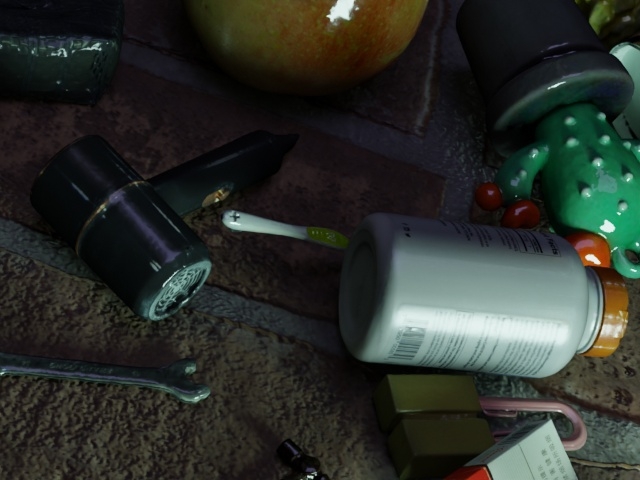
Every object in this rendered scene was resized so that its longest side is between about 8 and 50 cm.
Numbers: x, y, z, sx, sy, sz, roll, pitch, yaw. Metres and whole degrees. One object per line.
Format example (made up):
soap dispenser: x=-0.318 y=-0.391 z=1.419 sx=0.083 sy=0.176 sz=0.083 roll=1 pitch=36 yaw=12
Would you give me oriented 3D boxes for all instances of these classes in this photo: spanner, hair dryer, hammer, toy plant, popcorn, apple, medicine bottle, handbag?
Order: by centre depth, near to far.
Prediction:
hammer: x=-0.069 y=0.250 z=1.393 sx=0.178 sy=0.021 sz=0.065 roll=-30 pitch=65 yaw=-36
spanner: x=-0.232 y=0.127 z=1.440 sx=0.254 sy=0.015 sz=0.054 roll=7 pitch=45 yaw=-16
medicine bottle: x=0.175 y=0.062 z=1.562 sx=0.288 sy=0.157 sz=0.157 roll=7 pitch=47 yaw=-16
hair dryer: x=-0.121 y=-0.051 z=1.599 sx=0.189 sy=0.107 sz=0.352 roll=45 pitch=44 yaw=17
handbag: x=-0.346 y=-0.243 z=1.696 sx=0.270 sy=0.089 sz=0.175 roll=1 pitch=41 yaw=-21
apple: x=-0.009 y=-0.343 z=1.776 sx=0.319 sy=0.277 sz=0.319 roll=13 pitch=46 yaw=-13
toy plant: x=0.305 y=-0.132 z=1.784 sx=0.279 sy=0.185 sz=0.400 roll=14 pitch=47 yaw=-48
popcorn: x=0.379 y=-0.323 z=1.987 sx=0.185 sy=0.167 sz=0.187 roll=15 pitch=14 yaw=34

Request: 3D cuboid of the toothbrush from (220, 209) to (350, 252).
toothbrush: x=0.000 y=0.000 z=1.594 sx=0.263 sy=0.026 sz=0.022 roll=11 pitch=56 yaw=-35

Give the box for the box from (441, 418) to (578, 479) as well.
box: x=0.186 y=0.252 z=1.444 sx=0.152 sy=0.048 sz=0.100 roll=-27 pitch=92 yaw=-40

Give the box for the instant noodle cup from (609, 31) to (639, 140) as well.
instant noodle cup: x=0.482 y=-0.201 z=1.887 sx=0.182 sy=0.230 sz=0.230 roll=-23 pitch=60 yaw=-18

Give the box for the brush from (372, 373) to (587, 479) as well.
brush: x=0.177 y=0.189 z=1.526 sx=0.233 sy=0.047 sz=0.103 roll=2 pitch=51 yaw=-23
